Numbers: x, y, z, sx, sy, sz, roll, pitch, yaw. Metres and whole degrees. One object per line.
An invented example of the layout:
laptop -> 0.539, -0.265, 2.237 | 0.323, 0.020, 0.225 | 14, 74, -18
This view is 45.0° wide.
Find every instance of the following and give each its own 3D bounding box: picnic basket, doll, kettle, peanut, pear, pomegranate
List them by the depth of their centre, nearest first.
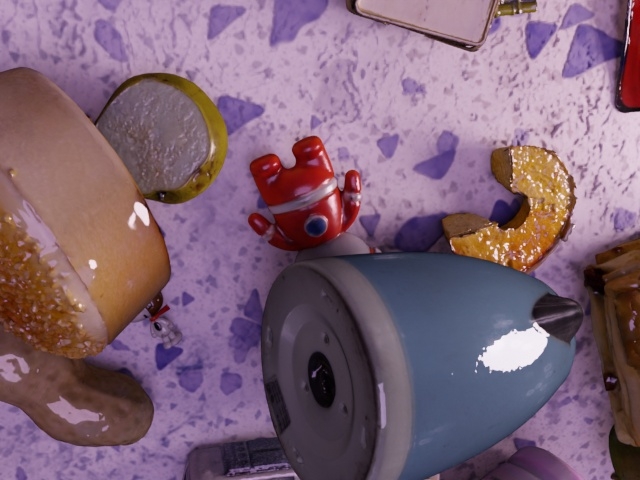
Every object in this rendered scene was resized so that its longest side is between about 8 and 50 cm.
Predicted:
pear -> -0.169, -0.107, 0.836 | 0.141, 0.104, 0.141 | 0, 89, 1
picnic basket -> 0.116, -0.283, 0.842 | 0.164, 0.079, 0.115 | 15, 106, -8
kettle -> 0.119, 0.138, 0.891 | 0.342, 0.319, 0.247 | -7, 74, -31
peanut -> -0.308, 0.164, 0.893 | 0.117, 0.101, 0.263 | -38, 114, 23
doll -> 0.000, 0.000, 0.927 | 0.142, 0.076, 0.245 | -21, 108, 2
doll -> -0.198, 0.092, 0.929 | 0.085, 0.040, 0.058 | 38, 109, -17
pomegranate -> 0.495, 0.315, 1.131 | 0.152, 0.131, 0.191 | -26, 134, -9

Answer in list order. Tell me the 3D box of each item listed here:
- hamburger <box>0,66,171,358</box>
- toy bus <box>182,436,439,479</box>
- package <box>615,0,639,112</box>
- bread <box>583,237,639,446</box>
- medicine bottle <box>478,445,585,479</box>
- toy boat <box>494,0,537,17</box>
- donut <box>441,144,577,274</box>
hamburger -> -0.276, -0.018, 0.742 | 0.170, 0.302, 0.302 | -36, 114, -20
toy bus -> -0.013, 0.330, 1.020 | 0.342, 0.097, 0.138 | -3, 111, -12
package -> 0.504, -0.264, 0.966 | 0.269, 0.071, 0.194 | -6, 108, 2
bread -> 0.525, 0.111, 1.004 | 0.324, 0.167, 0.278 | -12, 88, -13
medicine bottle -> 0.222, 0.448, 1.024 | 0.325, 0.212, 0.212 | -32, 113, -14
toy boat -> 0.199, -0.292, 0.904 | 0.115, 0.016, 0.063 | -11, 111, -10
donut -> 0.240, -0.031, 0.974 | 0.146, 0.078, 0.181 | 31, 93, -22
